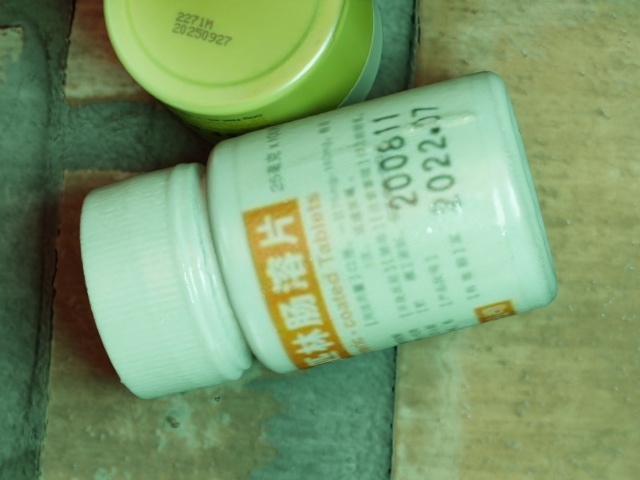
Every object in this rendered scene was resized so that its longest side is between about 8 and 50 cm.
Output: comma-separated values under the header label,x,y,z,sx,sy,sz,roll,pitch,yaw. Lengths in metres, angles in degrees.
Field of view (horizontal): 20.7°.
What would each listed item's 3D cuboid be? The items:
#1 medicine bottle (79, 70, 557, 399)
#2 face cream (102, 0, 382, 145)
label,x,y,z,sx,sy,sz,roll,pitch,yaw
medicine bottle,0.000,0.000,1.490,0.371,0.211,0.211,-15,79,8
face cream,-0.065,-0.197,1.549,0.218,0.179,0.218,-2,81,11
